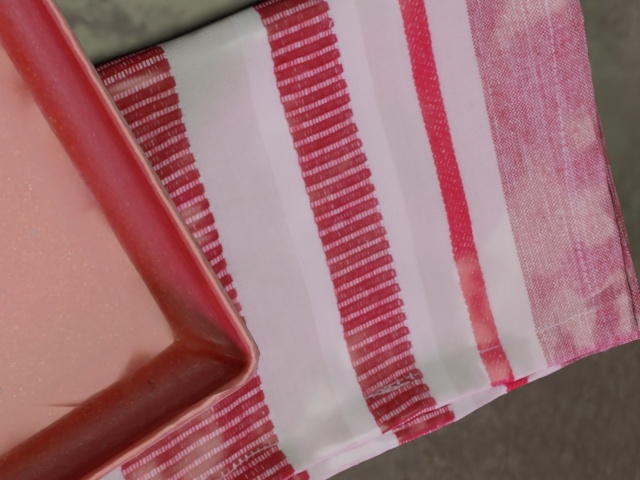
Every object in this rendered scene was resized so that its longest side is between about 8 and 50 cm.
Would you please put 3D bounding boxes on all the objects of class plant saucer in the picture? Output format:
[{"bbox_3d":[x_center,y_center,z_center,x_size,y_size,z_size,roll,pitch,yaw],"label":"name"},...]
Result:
[{"bbox_3d":[-0.195,0.012,0.807,0.258,0.047,0.259,-33,103,-13],"label":"plant saucer"}]

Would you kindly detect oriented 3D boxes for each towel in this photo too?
[{"bbox_3d":[0.000,0.000,0.933,0.329,0.037,0.237,-23,111,-19],"label":"towel"}]
